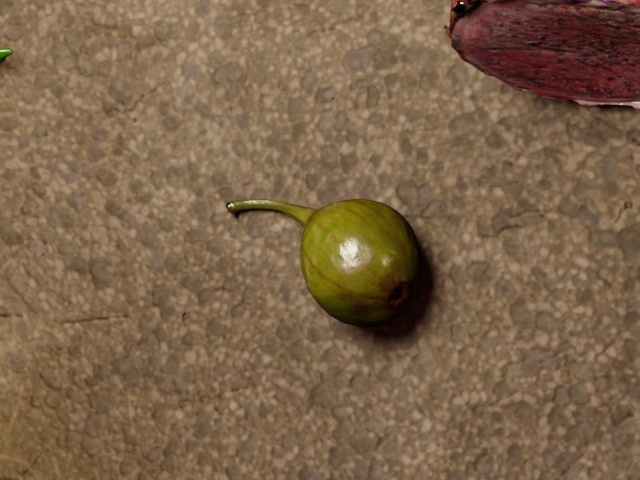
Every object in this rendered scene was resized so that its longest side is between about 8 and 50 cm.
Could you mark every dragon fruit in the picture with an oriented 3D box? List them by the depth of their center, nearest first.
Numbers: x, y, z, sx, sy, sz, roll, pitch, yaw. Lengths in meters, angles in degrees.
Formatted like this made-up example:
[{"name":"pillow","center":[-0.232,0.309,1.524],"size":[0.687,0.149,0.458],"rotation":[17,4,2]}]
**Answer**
[{"name":"dragon fruit","center":[0.263,-0.288,1.579],"size":[0.296,0.314,0.262],"rotation":[8,77,8]}]

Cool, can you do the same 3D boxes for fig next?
[{"name":"fig","center":[0.000,0.000,1.760],"size":[0.236,0.124,0.124],"rotation":[29,99,38]}]

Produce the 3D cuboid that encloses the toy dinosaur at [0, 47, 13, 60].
[{"name":"toy dinosaur","center":[-0.416,-0.236,1.863],"size":[0.194,0.152,0.177],"rotation":[-11,87,57]}]
